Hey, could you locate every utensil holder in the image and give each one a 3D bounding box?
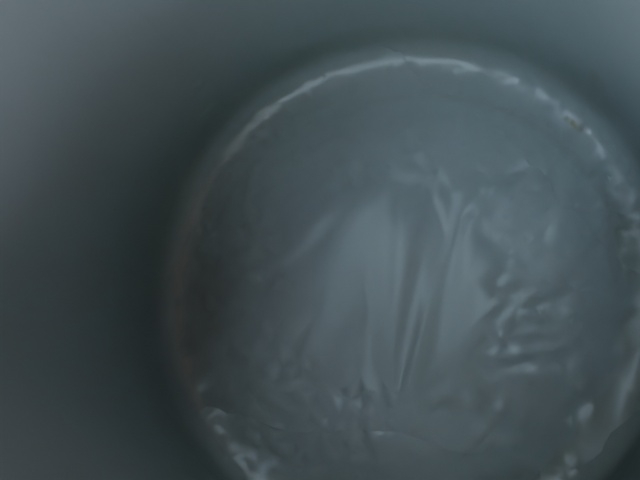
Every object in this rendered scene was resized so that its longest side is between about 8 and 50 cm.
[{"bbox_3d":[0.000,0.000,0.325,0.327,0.385,0.328,-2,80,12],"label":"utensil holder"}]
